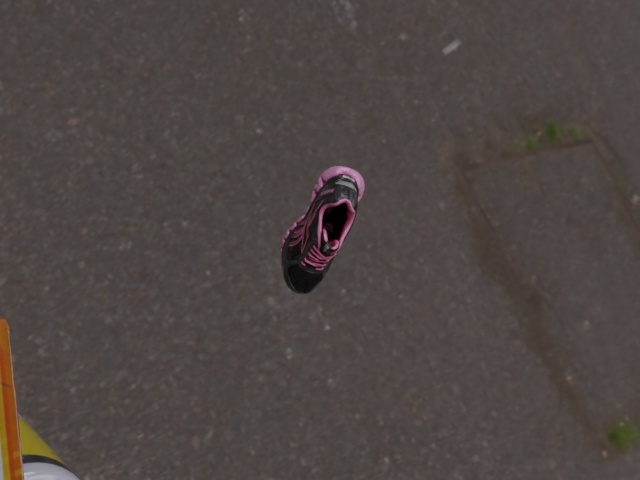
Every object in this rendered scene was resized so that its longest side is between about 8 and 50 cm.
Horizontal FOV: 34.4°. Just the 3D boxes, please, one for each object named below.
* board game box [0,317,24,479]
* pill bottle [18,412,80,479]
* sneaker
[{"bbox_3d":[-0.379,0.241,0.474,0.356,0.356,0.357,14,57,-51],"label":"board game box"},{"bbox_3d":[-0.264,0.177,0.771,0.119,0.208,0.119,-17,118,-35],"label":"pill bottle"},{"bbox_3d":[0.000,0.000,0.833,0.047,0.119,0.057,16,29,-14],"label":"sneaker"}]
